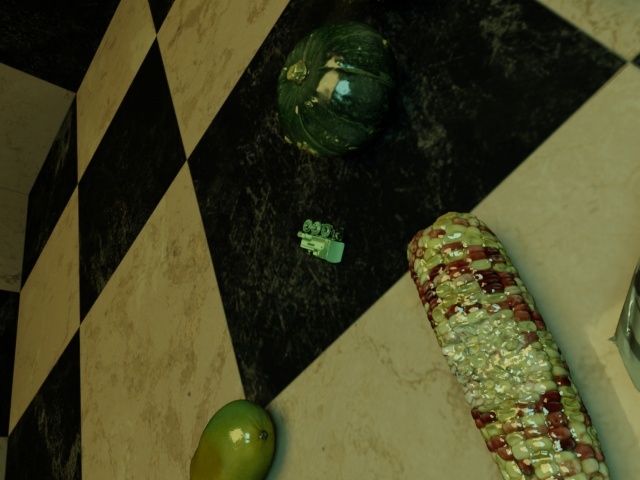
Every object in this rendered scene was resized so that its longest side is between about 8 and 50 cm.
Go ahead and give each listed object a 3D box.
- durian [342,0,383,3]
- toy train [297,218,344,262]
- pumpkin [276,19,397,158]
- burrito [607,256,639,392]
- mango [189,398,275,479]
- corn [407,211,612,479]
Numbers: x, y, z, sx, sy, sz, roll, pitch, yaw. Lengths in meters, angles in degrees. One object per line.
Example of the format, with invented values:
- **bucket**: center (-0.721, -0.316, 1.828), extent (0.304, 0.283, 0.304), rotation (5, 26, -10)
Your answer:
- **durian**: center (0.055, -0.518, 0.635), extent (0.347, 0.347, 0.384), rotation (7, 70, 50)
- **toy train**: center (0.000, 0.000, 0.720), extent (0.083, 0.033, 0.053), rotation (13, 90, 51)
- **pumpkin**: center (0.019, -0.204, 0.685), extent (0.190, 0.146, 0.190), rotation (-176, 90, -70)
- **burrito**: center (0.298, -0.078, 0.307), extent (0.139, 0.101, 0.446), rotation (-143, 62, -71)
- **mango**: center (-0.126, 0.313, 0.716), extent (0.122, 0.085, 0.191), rotation (47, 122, 36)
- **corn**: center (0.159, 0.103, 0.447), extent (0.098, 0.098, 0.290), rotation (-40, 49, 33)
